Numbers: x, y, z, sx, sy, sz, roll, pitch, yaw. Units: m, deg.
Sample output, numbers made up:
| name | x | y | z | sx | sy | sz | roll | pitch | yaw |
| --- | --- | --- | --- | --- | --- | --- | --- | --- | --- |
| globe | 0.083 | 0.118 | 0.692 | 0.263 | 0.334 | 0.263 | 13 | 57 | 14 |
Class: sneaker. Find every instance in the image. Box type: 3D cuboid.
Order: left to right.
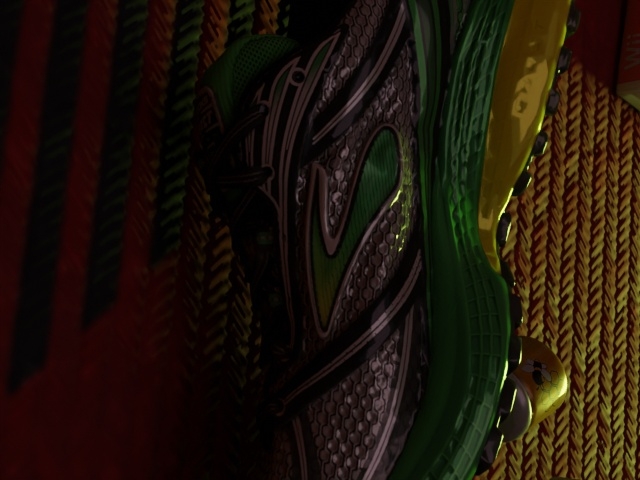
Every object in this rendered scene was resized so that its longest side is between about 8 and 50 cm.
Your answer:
| name | x | y | z | sx | sy | sz | roll | pitch | yaw |
| --- | --- | --- | --- | --- | --- | --- | --- | --- | --- |
| sneaker | 0.000 | 0.000 | 0.511 | 0.146 | 0.134 | 0.344 | 18 | 73 | -20 |

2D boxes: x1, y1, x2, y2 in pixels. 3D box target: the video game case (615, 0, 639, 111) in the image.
| name | x | y | z | sx | sy | sz | roll | pitch | yaw |
| --- | --- | --- | --- | --- | --- | --- | --- | --- | --- |
| video game case | 0.292 | -0.195 | 0.861 | 0.204 | 0.025 | 0.285 | 26 | 68 | -39 |

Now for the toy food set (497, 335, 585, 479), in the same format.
| name | x | y | z | sx | sy | sz | roll | pitch | yaw |
| --- | --- | --- | --- | --- | --- | --- | --- | --- | --- |
| toy food set | 0.074 | 0.169 | 0.549 | 0.104 | 0.111 | 0.232 | -26 | 108 | -42 |
